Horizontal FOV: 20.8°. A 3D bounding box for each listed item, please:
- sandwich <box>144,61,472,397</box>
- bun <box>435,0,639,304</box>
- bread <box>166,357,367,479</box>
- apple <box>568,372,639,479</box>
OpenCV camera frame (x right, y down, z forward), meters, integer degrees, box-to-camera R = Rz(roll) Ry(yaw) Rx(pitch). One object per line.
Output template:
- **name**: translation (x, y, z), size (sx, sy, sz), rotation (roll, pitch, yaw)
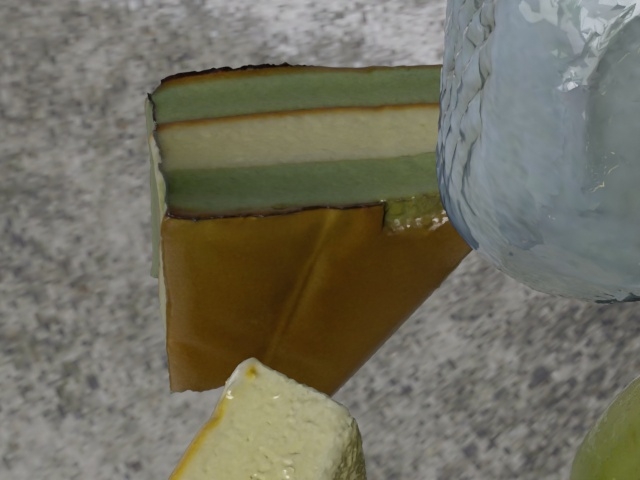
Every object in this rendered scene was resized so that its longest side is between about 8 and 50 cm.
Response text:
- **sandwich**: translation (0.000, 0.000, 1.182), size (0.227, 0.155, 0.198), rotation (-4, 133, -7)
- **bun**: translation (0.155, -0.129, 0.702), size (0.194, 0.354, 0.354), rotation (8, 105, 1)
- **bread**: translation (-0.029, 0.145, 0.764), size (0.068, 0.188, 0.125), rotation (21, 67, 16)
- **apple**: translation (0.324, 0.192, 1.230), size (0.279, 0.279, 0.279), rotation (6, 103, 25)
